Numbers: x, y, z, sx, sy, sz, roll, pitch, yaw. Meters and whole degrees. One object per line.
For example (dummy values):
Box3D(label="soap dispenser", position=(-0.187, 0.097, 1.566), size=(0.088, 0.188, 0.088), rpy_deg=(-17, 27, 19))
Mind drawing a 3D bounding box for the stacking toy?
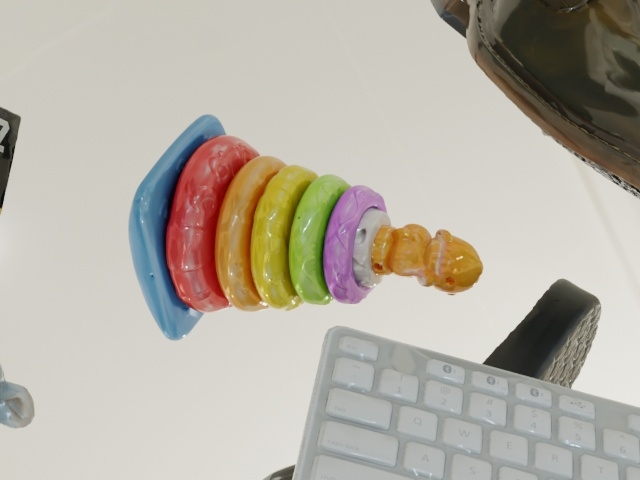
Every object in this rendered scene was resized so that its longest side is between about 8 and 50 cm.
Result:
Box3D(label="stacking toy", position=(0.000, 0.000, 1.248), size=(0.302, 0.175, 0.166), rpy_deg=(8, -142, 24))

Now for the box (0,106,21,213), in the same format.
Box3D(label="box", position=(-0.398, -0.088, 0.926), size=(0.322, 0.257, 0.079), rpy_deg=(3, -101, 33))

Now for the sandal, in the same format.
Box3D(label="sandal", position=(0.072, 0.183, 1.111), size=(0.107, 0.167, 0.446), rpy_deg=(28, -132, 21))

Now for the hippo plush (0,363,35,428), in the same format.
Box3D(label="hippo plush", position=(-0.329, 0.184, 1.115), size=(0.236, 0.234, 0.294), rpy_deg=(-34, -161, 15))

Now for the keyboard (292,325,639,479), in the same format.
Box3D(label="keyboard", position=(0.119, 0.076, 0.326), size=(0.256, 0.014, 0.072), rpy_deg=(15, -148, -1))

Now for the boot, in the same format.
Box3D(label="boot", position=(0.114, -0.094, 0.552), size=(0.106, 0.082, 0.219), rpy_deg=(-50, -150, 15))

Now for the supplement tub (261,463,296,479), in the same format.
Box3D(label="supplement tub", position=(0.013, 0.383, 1.260), size=(0.207, 0.207, 0.338), rpy_deg=(-18, -136, 27))

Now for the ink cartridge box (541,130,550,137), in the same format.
Box3D(label="ink cartridge box", position=(0.352, -0.120, 1.030), size=(0.296, 0.066, 0.261), rpy_deg=(7, 163, -26))
